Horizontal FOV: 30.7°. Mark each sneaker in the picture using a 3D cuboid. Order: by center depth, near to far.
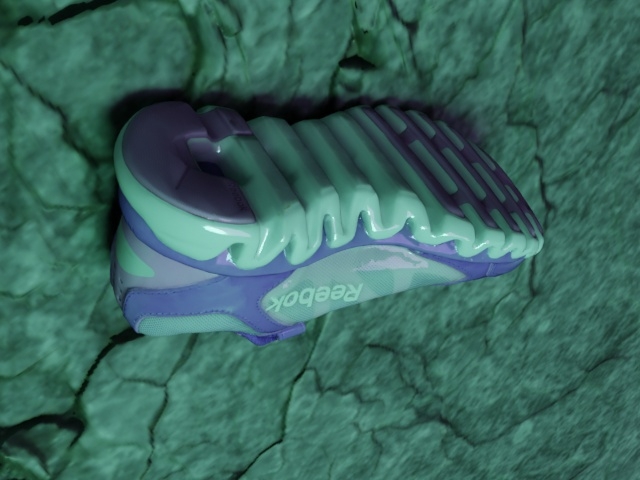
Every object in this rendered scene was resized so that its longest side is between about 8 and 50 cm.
[{"bbox_3d":[0.000,0.000,0.547,0.236,0.095,0.104,-1,133,-37],"label":"sneaker"}]
